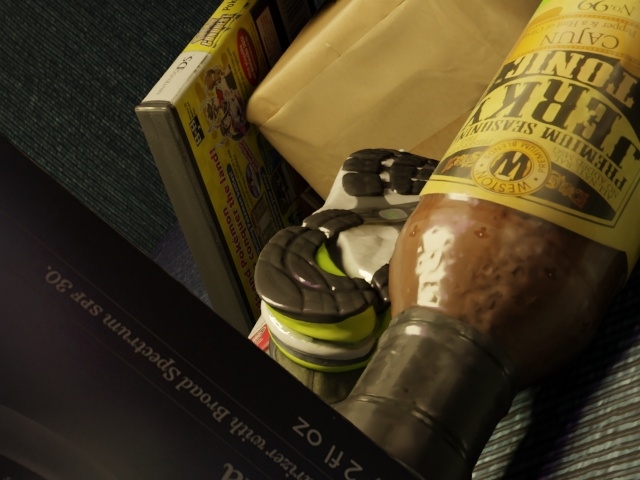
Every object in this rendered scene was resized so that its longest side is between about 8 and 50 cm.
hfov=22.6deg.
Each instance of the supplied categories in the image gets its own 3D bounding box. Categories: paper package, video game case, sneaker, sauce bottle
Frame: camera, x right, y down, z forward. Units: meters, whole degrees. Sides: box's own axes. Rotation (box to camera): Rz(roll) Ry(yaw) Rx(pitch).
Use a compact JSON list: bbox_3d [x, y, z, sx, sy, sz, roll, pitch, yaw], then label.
[{"bbox_3d":[0.133,-0.205,1.249,0.325,0.168,0.309,-55,11,-31],"label":"paper package"},{"bbox_3d":[-0.045,-0.069,1.355,0.035,0.275,0.248,2,40,27],"label":"video game case"},{"bbox_3d":[0.039,0.029,0.931,0.300,0.111,0.121,-37,-40,-58],"label":"sneaker"},{"bbox_3d":[0.106,-0.011,0.779,0.111,0.111,0.344,-37,17,55],"label":"sauce bottle"}]

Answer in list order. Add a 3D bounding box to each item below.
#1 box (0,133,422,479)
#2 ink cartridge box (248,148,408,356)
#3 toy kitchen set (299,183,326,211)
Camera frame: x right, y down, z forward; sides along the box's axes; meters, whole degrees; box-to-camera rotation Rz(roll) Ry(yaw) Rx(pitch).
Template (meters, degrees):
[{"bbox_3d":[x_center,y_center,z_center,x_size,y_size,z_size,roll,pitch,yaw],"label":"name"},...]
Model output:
[{"bbox_3d":[-0.132,0.165,0.621,0.294,0.296,0.182,-56,11,-31],"label":"box"},{"bbox_3d":[0.021,0.037,1.106,0.127,0.072,0.175,-43,12,40],"label":"ink cartridge box"},{"bbox_3d":[0.000,0.000,1.349,0.068,0.075,0.083,-44,7,40],"label":"toy kitchen set"}]
